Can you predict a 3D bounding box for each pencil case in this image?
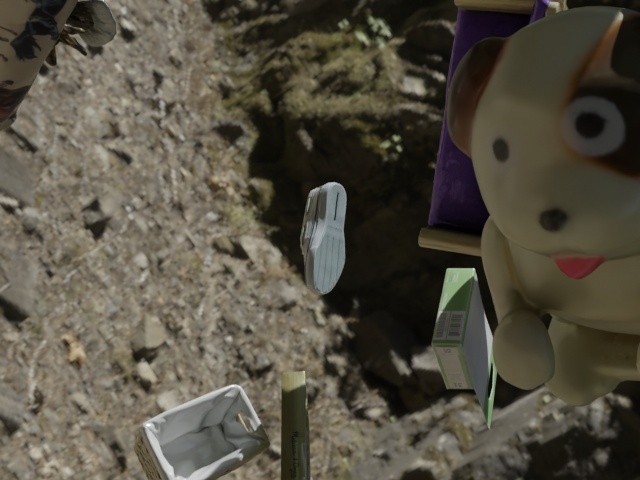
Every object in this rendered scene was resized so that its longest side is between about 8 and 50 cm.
[{"bbox_3d":[-0.424,-0.328,1.188,0.160,0.410,0.183,-7,65,-40],"label":"pencil case"}]

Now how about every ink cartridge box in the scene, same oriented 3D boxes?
[{"bbox_3d":[0.251,0.186,1.504,0.171,0.056,0.235,-71,151,-43],"label":"ink cartridge box"}]

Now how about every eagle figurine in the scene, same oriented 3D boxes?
[{"bbox_3d":[-0.557,-0.491,1.720,0.298,0.226,0.225,62,-1,31],"label":"eagle figurine"}]

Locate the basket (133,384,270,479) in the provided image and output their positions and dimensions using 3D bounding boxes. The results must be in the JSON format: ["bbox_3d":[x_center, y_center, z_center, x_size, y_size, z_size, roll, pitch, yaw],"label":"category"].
[{"bbox_3d":[-0.179,0.303,1.308,0.167,0.103,0.113,-19,70,-32],"label":"basket"}]

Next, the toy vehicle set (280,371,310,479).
[{"bbox_3d":[-0.034,0.345,1.264,0.166,0.035,0.266,87,1,-50],"label":"toy vehicle set"}]

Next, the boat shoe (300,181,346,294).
[{"bbox_3d":[0.000,0.000,1.703,0.083,0.076,0.226,29,63,-38],"label":"boat shoe"}]

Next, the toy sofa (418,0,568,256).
[{"bbox_3d":[0.235,-0.159,1.212,0.177,0.150,0.362,-12,111,-68],"label":"toy sofa"}]

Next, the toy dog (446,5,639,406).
[{"bbox_3d":[0.287,-0.038,0.779,0.408,0.285,0.395,33,74,-47],"label":"toy dog"}]
